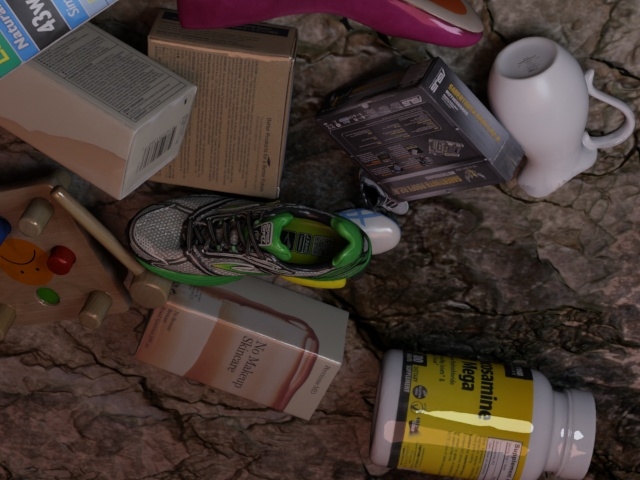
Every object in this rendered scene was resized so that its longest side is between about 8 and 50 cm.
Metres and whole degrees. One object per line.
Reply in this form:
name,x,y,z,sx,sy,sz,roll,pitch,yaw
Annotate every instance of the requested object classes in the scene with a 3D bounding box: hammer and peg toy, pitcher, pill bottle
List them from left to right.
hammer and peg toy,-0.395,0.011,1.767,0.361,0.127,0.266,-9,127,25
pill bottle,0.252,0.283,1.878,0.334,0.188,0.187,8,129,1
pitcher,0.316,-0.174,1.558,0.178,0.125,0.207,-27,134,2

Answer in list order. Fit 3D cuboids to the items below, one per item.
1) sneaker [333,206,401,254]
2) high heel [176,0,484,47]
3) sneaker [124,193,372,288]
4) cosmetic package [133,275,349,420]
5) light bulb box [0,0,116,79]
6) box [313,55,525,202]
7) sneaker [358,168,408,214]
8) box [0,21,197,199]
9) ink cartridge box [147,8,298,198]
sneaker,0.000,0.000,1.751,0.237,0.086,0.085,0,127,6
high heel,0.004,-0.270,1.415,0.377,0.127,0.181,30,124,16
sneaker,-0.099,-0.011,1.642,0.344,0.134,0.146,1,168,1
cosmetic package,-0.122,0.148,1.859,0.296,0.129,0.153,19,127,-8
light bulb box,-0.374,-0.400,1.298,0.361,0.225,0.358,-37,121,-7
box,0.127,-0.139,1.573,0.183,0.056,0.231,42,152,-24
sneaker,0.087,-0.056,1.703,0.038,0.069,0.098,-35,117,30
box,-0.332,-0.201,1.533,0.311,0.148,0.121,32,132,12
ink cartridge box,-0.137,-0.183,1.621,0.193,0.088,0.234,8,129,-1
